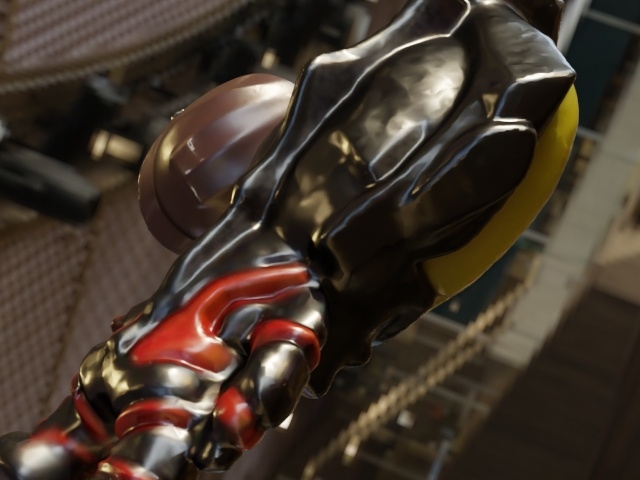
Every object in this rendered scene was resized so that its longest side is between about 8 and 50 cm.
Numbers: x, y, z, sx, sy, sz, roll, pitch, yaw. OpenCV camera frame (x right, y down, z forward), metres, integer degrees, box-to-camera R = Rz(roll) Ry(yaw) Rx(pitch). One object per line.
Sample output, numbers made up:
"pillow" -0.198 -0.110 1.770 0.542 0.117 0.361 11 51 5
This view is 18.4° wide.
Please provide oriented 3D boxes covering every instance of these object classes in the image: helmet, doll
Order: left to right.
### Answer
"helmet" -0.044 -0.046 1.127 0.123 0.098 0.070 -32 -12 -16
"doll" 0.001 0.002 0.632 0.248 0.127 0.088 -51 -37 -19
